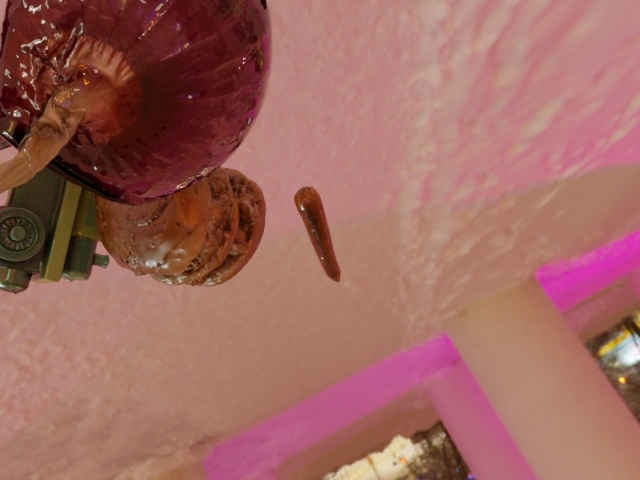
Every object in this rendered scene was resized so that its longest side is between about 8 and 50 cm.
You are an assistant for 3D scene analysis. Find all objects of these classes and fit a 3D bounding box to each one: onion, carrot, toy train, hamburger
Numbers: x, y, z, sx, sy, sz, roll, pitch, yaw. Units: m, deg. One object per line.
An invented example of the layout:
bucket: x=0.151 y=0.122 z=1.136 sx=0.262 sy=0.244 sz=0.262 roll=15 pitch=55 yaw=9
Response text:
onion: x=-0.157 y=-0.182 z=0.552 sx=0.230 sy=0.272 sz=0.256 roll=-40 pitch=149 yaw=24
carrot: x=0.000 y=0.000 z=0.892 sx=0.037 sy=0.037 sz=0.190 roll=-25 pitch=130 yaw=-9
toy train: x=-0.430 y=-0.083 z=1.036 sx=0.237 sy=0.368 sz=0.150 roll=17 pitch=165 yaw=-36
hamburger: x=-0.236 y=-0.048 z=0.986 sx=0.245 sy=0.260 sz=0.211 roll=-35 pitch=160 yaw=18

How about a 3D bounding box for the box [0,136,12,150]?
box: x=-0.313 y=-0.175 z=0.764 sx=0.218 sy=0.055 sz=0.039 roll=-25 pitch=160 yaw=-16
